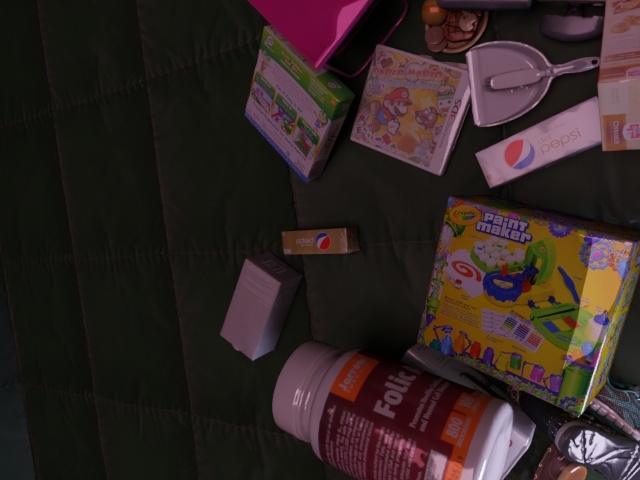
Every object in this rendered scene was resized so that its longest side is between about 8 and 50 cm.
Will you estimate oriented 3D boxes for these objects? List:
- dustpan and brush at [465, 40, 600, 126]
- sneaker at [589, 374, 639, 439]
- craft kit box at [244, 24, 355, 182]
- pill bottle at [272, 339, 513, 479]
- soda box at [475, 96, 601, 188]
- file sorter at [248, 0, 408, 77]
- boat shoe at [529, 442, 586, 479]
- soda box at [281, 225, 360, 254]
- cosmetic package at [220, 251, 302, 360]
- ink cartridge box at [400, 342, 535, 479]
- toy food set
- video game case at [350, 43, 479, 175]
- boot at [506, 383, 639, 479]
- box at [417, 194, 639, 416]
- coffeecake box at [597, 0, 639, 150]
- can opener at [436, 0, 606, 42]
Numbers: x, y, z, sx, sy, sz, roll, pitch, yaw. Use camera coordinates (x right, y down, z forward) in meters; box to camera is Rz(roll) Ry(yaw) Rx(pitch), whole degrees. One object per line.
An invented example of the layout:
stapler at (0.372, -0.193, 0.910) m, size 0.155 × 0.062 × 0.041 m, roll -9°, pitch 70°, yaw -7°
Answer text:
dustpan and brush at (0.376, -0.292, 0.899) m, size 0.211 × 0.060 × 0.147 m, roll -8°, pitch 98°, yaw 12°
sneaker at (0.539, 0.289, 0.882) m, size 0.166 × 0.065 × 0.076 m, roll 34°, pitch 109°, yaw 22°
craft kit box at (-0.059, -0.300, 1.129) m, size 0.250 × 0.061 × 0.247 m, roll 49°, pitch 146°, yaw 17°
pill bottle at (0.121, 0.330, 0.923) m, size 0.392 × 0.224 × 0.224 m, roll 14°, pitch 104°, yaw 31°
soda box at (0.395, -0.168, 0.903) m, size 0.216 × 0.069 × 0.074 m, roll -25°, pitch 83°, yaw 33°
file sorter at (0.003, -0.503, 1.034) m, size 0.291 × 0.182 × 0.202 m, roll 49°, pitch 113°, yaw 16°
boat shoe at (0.436, 0.486, 0.977) m, size 0.207 × 0.073 × 0.073 m, roll -69°, pitch 25°, yaw 16°
soda box at (0.000, 0.000, 1.185) m, size 0.181 × 0.061 × 0.058 m, roll -1°, pitch 96°, yaw 33°
cosmetic package at (-0.152, 0.166, 1.285) m, size 0.127 × 0.107 × 0.238 m, roll 33°, pitch 116°, yaw 24°
ink cartridge box at (0.265, 0.362, 1.035) m, size 0.272 × 0.114 × 0.197 m, roll 36°, pitch 114°, yaw 25°
toy food set at (0.253, -0.425, 0.974) m, size 0.132 × 0.038 × 0.192 m, roll 20°, pitch 107°, yaw 29°
video game case at (0.184, -0.268, 1.040) m, size 0.227 × 0.026 × 0.206 m, roll 28°, pitch 116°, yaw 27°
boot at (0.463, 0.334, 0.915) m, size 0.085 × 0.236 × 0.178 m, roll -58°, pitch 23°, yaw 8°
box at (0.358, 0.087, 0.877) m, size 0.289 × 0.177 × 0.279 m, roll 21°, pitch 108°, yaw 38°
coffeecake box at (0.459, -0.251, 0.756) m, size 0.068 × 0.142 × 0.186 m, roll 2°, pitch 59°, yaw 33°
can opener at (0.344, -0.398, 0.882) m, size 0.283 × 0.076 × 0.095 m, roll 12°, pitch 112°, yaw 23°
